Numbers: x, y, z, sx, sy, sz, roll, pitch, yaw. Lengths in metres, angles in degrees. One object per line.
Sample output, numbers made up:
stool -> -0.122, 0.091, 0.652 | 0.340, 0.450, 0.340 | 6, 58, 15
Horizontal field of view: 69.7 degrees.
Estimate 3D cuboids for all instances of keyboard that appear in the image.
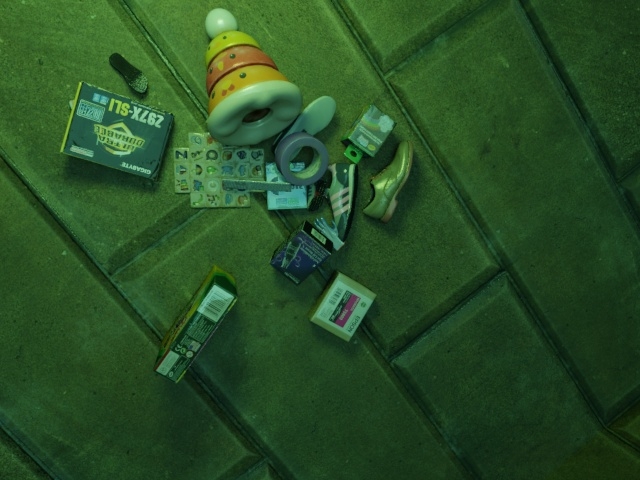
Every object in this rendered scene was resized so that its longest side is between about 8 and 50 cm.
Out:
keyboard -> -0.240, -0.209, 1.751 | 0.256, 0.072, 0.014 | 3, 76, 1

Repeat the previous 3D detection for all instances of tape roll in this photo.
tape roll -> -0.070, -0.305, 1.726 | 0.189, 0.080, 0.188 | -11, 122, -18

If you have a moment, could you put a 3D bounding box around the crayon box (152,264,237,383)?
crayon box -> -0.452, 0.289, 1.684 | 0.106, 0.313, 0.362 | 36, 89, -16

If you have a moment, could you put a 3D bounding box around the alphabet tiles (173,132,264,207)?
alphabet tiles -> -0.389, -0.271, 1.781 | 0.343, 0.011, 0.284 | -2, 97, -10

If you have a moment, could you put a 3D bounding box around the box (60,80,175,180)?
box -> -0.716, -0.384, 1.644 | 0.322, 0.079, 0.256 | 17, 92, -23

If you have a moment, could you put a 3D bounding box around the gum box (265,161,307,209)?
gum box -> -0.136, -0.217, 1.819 | 0.157, 0.041, 0.184 | -4, 98, -11

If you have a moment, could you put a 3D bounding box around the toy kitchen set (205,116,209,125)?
toy kitchen set -> -0.376, -0.448, 1.754 | 0.083, 0.075, 0.068 | 52, 42, -42

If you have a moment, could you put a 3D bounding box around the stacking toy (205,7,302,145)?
stacking toy -> -0.303, -0.612, 1.639 | 0.351, 0.350, 0.479 | -23, 79, -7

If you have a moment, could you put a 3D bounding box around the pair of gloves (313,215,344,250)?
pair of gloves -> 0.000, 0.000, 1.840 | 0.198, 0.023, 0.159 | -39, 97, 26

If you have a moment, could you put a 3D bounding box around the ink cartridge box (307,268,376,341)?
ink cartridge box -> 0.089, 0.268, 1.900 | 0.193, 0.088, 0.234 | 30, 90, -12

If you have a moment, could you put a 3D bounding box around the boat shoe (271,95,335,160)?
boat shoe -> -0.071, -0.438, 1.771 | 0.113, 0.105, 0.306 | 32, 101, -41

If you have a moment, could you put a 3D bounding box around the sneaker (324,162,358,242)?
sneaker -> 0.071, -0.155, 1.851 | 0.131, 0.112, 0.318 | 9, 99, 14

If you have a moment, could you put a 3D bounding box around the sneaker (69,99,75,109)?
sneaker -> -0.839, -0.449, 1.651 | 0.070, 0.051, 0.134 | -22, 96, -2

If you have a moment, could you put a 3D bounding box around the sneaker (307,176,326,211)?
sneaker -> -0.021, -0.195, 1.840 | 0.057, 0.075, 0.161 | 2, 124, -23

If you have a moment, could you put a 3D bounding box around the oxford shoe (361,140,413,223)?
oxford shoe -> 0.272, -0.248, 1.854 | 0.130, 0.123, 0.348 | 19, 92, -7

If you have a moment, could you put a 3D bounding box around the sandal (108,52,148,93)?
sandal -> -0.690, -0.606, 1.671 | 0.067, 0.040, 0.179 | -44, 88, -8

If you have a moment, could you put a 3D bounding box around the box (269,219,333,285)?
box -> -0.075, 0.049, 1.794 | 0.153, 0.108, 0.207 | 39, 113, -12

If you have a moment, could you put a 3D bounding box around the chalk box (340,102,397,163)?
chalk box -> 0.174, -0.407, 1.809 | 0.132, 0.132, 0.213 | 35, 91, -14
